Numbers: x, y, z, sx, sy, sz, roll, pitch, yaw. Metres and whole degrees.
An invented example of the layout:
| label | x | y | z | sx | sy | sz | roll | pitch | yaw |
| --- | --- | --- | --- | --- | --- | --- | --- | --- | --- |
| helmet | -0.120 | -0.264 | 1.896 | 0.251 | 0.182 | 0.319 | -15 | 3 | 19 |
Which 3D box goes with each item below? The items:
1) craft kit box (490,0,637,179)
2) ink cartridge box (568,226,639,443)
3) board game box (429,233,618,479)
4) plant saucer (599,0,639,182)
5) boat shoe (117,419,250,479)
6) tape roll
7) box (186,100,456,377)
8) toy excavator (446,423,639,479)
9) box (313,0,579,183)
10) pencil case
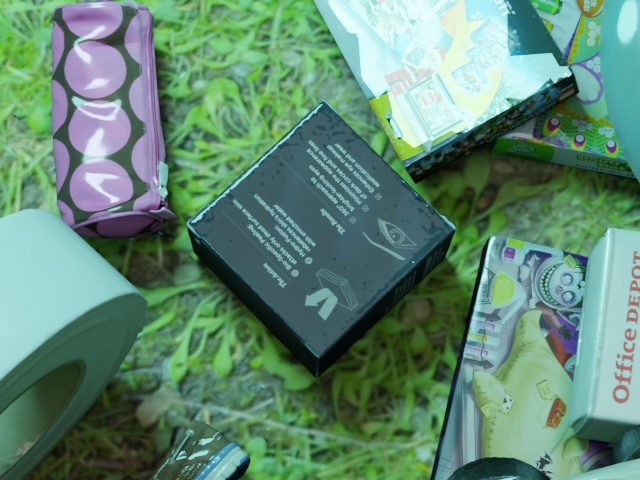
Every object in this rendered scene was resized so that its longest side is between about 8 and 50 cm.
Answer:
| label | x | y | z | sx | sy | sz | roll | pitch | yaw |
| --- | --- | --- | --- | --- | --- | --- | --- | --- | --- |
| craft kit box | 0.290 | -0.173 | 1.400 | 0.246 | 0.061 | 0.250 | 11 | 75 | 0 |
| ink cartridge box | 0.315 | 0.087 | 1.265 | 0.217 | 0.092 | 0.159 | 8 | 75 | 4 |
| board game box | 0.198 | 0.183 | 1.308 | 0.208 | 0.056 | 0.347 | 14 | 75 | -1 |
| plant saucer | 0.370 | -0.138 | 1.323 | 0.317 | 0.043 | 0.318 | 5 | 79 | -26 |
| boat shoe | -0.140 | 0.221 | 1.291 | 0.066 | 0.066 | 0.183 | 41 | 69 | 15 |
| tape roll | -0.260 | 0.112 | 1.204 | 0.100 | 0.286 | 0.286 | 41 | 79 | 11 |
| box | 0.000 | 0.000 | 1.331 | 0.158 | 0.093 | 0.156 | -42 | 79 | -11 |
| toy excavator | 0.166 | 0.387 | 1.124 | 0.432 | 0.222 | 0.445 | -15 | 94 | 5 |
| box | 0.094 | -0.185 | 1.372 | 0.159 | 0.044 | 0.233 | -28 | 67 | 4 |
| pencil case | -0.175 | -0.104 | 1.362 | 0.098 | 0.095 | 0.209 | -16 | 74 | 32 |
